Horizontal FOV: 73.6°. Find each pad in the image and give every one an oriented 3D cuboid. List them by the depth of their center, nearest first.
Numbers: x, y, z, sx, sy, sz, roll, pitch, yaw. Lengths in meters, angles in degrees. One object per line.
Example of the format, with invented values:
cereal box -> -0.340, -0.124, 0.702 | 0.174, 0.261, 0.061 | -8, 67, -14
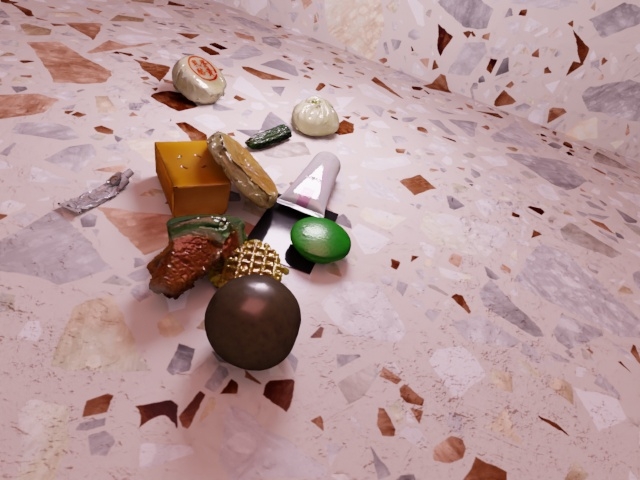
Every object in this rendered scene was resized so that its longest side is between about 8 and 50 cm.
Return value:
pad -> -0.095, -0.038, 1.503 | 0.248, 0.007, 0.367 | 21, 40, 4

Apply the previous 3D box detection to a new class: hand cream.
hand cream -> -0.712, -0.163, 1.391 | 0.084, 0.050, 0.257 | 25, 46, 13
hand cream -> -0.023, -0.222, 1.669 | 0.185, 0.118, 0.358 | 22, 44, 4

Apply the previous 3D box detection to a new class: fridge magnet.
fridge magnet -> 0.000, 0.000, 1.418 | 0.208, 0.088, 0.208 | 10, 39, -8

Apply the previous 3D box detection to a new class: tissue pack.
tissue pack -> -0.444, -0.214, 1.475 | 0.194, 0.145, 0.274 | -10, 47, -27

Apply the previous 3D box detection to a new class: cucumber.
cucumber -> -0.227, -0.455, 1.897 | 0.077, 0.077, 0.265 | 33, 44, 19

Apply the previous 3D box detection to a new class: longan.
longan -> -0.155, 0.197, 1.047 | 0.248, 0.248, 0.248 | 10, 40, -9

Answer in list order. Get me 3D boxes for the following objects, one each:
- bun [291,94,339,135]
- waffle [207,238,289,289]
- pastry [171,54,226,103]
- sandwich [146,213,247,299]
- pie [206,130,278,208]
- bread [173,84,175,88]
bun -> -0.019, -0.614, 2.089 | 0.259, 0.160, 0.259 | 13, 38, -10
waffle -> -0.223, 0.074, 1.276 | 0.238, 0.058, 0.243 | -25, 52, -37
pastry -> -0.576, -0.767, 2.044 | 0.265, 0.133, 0.265 | 27, 44, -30
sandwich -> -0.369, 0.022, 1.166 | 0.250, 0.162, 0.301 | 5, 47, 17
pie -> -0.269, -0.247, 1.494 | 0.339, 0.083, 0.339 | 49, 7, -9
bread -> -0.664, -0.747, 2.092 | 0.103, 0.049, 0.062 | 27, 61, 8
